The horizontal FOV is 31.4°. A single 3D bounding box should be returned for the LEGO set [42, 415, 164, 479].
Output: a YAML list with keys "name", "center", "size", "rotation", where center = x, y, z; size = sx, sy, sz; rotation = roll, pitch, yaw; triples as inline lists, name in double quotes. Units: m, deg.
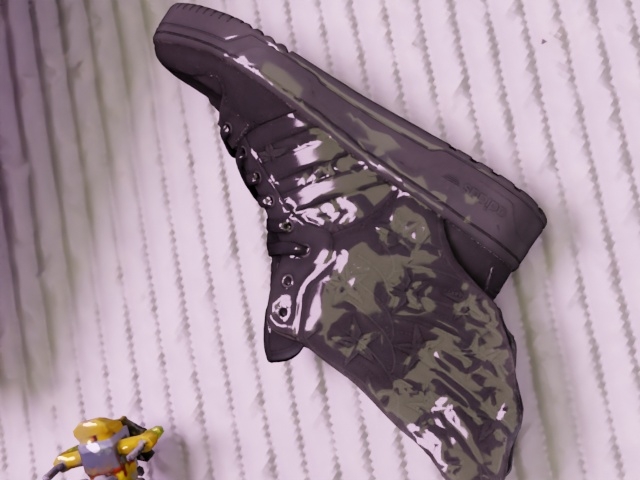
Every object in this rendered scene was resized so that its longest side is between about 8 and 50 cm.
- name: "LEGO set"
  center: [-0.187, 0.107, 0.295]
  size: [0.331, 0.255, 0.192]
  rotation: [-14, 97, 22]

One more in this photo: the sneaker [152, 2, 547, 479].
- name: "sneaker"
  center: [0.000, 0.000, 0.354]
  size: [0.170, 0.051, 0.089]
  rotation: [32, 89, 13]
